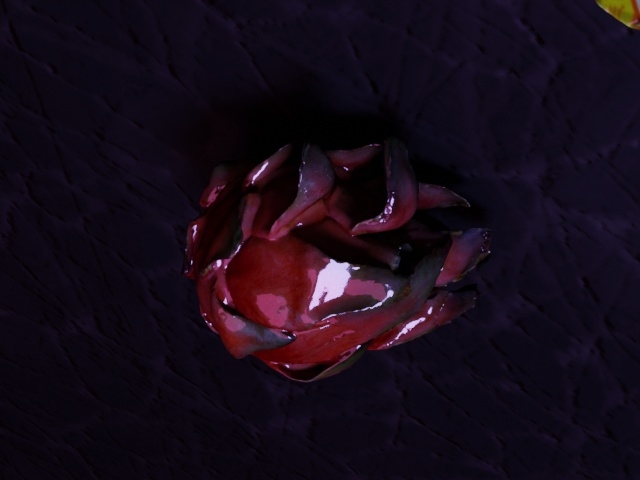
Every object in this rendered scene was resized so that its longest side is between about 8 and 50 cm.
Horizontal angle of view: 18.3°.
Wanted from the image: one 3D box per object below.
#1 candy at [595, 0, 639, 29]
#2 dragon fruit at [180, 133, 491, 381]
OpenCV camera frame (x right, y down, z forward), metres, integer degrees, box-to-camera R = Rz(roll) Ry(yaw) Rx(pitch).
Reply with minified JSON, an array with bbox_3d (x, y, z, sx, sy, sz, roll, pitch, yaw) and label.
[{"bbox_3d":[0.229,-0.114,0.664,0.305,0.091,0.083,1,139,27],"label":"candy"},{"bbox_3d":[0.001,0.007,0.992,0.142,0.130,0.121,-10,100,48],"label":"dragon fruit"}]
